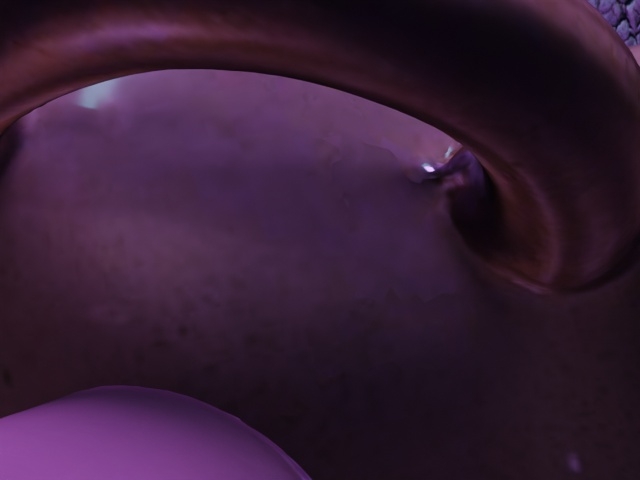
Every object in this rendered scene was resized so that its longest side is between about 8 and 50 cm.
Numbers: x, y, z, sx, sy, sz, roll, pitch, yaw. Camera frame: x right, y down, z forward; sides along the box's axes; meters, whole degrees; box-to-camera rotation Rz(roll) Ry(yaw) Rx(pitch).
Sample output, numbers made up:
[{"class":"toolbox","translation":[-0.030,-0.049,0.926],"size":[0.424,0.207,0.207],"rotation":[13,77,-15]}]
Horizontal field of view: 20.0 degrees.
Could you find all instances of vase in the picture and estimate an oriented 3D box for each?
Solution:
[{"class":"vase","translation":[0.000,0.000,0.515],"size":[0.302,0.241,0.329],"rotation":[3,-22,12]}]

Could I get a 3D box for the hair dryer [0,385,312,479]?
[{"class":"hair dryer","translation":[0.009,0.124,0.282],"size":[0.352,0.125,0.210],"rotation":[11,14,32]}]
